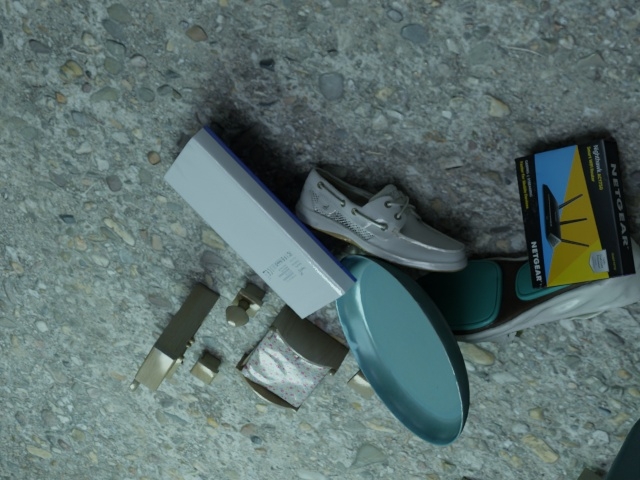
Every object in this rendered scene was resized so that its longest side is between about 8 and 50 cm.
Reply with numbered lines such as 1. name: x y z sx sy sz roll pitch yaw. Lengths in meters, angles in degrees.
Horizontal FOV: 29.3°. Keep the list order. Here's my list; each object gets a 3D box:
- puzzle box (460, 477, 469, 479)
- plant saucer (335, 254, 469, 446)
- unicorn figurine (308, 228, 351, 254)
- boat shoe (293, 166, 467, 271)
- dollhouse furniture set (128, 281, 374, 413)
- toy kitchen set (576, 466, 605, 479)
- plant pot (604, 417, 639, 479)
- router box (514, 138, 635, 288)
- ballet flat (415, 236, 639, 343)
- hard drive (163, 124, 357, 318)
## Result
1. puzzle box: 0.338 0.623 2.279 0.272 0.052 0.409 22 137 11
2. plant saucer: 0.126 0.156 1.824 0.317 0.043 0.318 48 154 32
3. unicorn figurine: 0.000 0.000 1.913 0.111 0.060 0.162 25 153 8
4. boat shoe: 0.091 -0.034 1.788 0.277 0.098 0.096 21 108 19
5. dollhouse furniture set: -0.128 0.261 2.137 0.355 0.174 0.303 35 138 -2
6. toy kitchen set: 0.465 0.506 2.010 0.207 0.122 0.166 36 143 12
7. plant pot: 0.561 0.359 1.752 0.247 0.252 0.247 4 131 28
8. router box: 0.334 -0.033 1.612 0.133 0.046 0.179 -12 83 37
9. ballet flat: 0.296 0.088 1.770 0.400 0.139 0.139 -19 117 40
10. hard drive: -0.098 -0.021 1.883 0.319 0.040 0.210 46 157 -3
